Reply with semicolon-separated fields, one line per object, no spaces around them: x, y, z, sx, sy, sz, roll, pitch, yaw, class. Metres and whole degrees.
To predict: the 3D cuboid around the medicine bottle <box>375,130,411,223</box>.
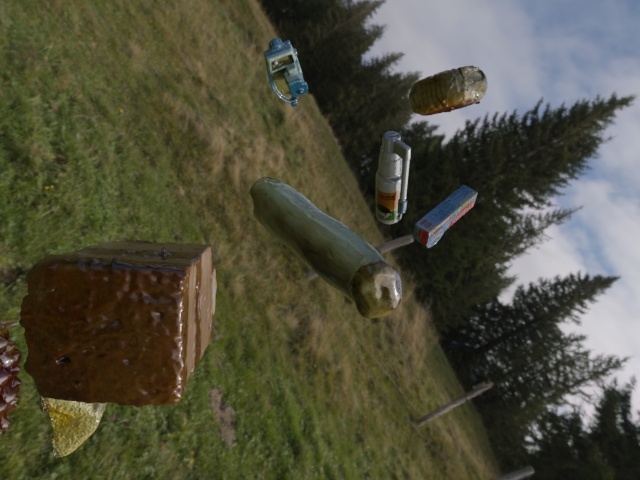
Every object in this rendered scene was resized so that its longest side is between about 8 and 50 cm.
0.157;-0.123;0.953;0.092;0.061;0.220;50;-22;40;medicine bottle

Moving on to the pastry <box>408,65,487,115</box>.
0.330;-0.381;1.155;0.182;0.193;0.093;-18;98;-42;pastry

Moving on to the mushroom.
0.000;0.000;0.671;0.312;0.081;0.099;39;-38;37;mushroom

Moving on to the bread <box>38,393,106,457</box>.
-0.551;0.354;1.023;0.174;0.133;0.251;-116;-152;-60;bread

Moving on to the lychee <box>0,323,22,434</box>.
-0.353;0.125;0.314;0.271;0.272;0.271;60;10;-17;lychee

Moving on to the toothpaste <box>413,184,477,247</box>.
0.303;-0.056;1.085;0.044;0.193;0.070;38;-30;30;toothpaste

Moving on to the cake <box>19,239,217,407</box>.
-0.269;0.093;0.675;0.293;0.199;0.196;-102;-167;-80;cake

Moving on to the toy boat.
-0.084;-0.412;1.143;0.215;0.088;0.102;73;-6;-74;toy boat
